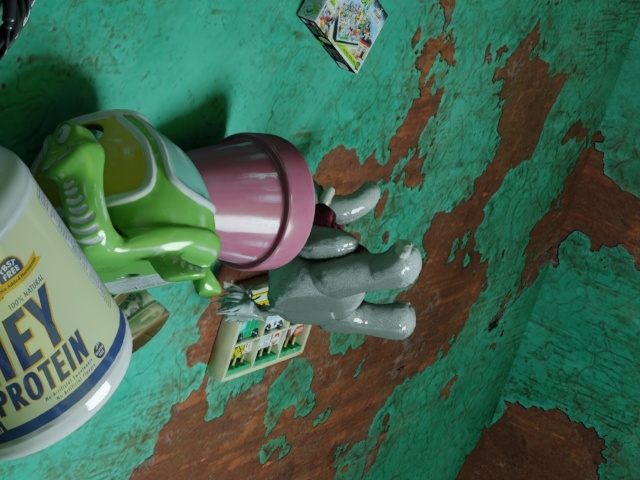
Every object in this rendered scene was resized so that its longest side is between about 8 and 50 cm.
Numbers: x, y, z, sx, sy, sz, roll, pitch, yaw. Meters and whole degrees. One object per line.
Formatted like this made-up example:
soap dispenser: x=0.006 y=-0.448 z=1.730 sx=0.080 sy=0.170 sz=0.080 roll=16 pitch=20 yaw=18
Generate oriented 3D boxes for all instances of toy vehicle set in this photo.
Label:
toy vehicle set: x=-0.087 y=0.135 z=2.585 sx=0.267 sy=0.035 sz=0.166 roll=-14 pitch=126 yaw=-59

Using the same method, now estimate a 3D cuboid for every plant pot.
plant pot: x=-0.139 y=-0.054 z=2.137 sx=0.180 sy=0.201 sz=0.201 roll=-2 pitch=116 yaw=-46

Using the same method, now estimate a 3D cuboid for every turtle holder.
turtle holder: x=-0.266 y=-0.036 z=1.841 sx=0.320 sy=0.243 sz=0.227 roll=6 pitch=70 yaw=-54

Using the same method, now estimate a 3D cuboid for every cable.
cable: x=-0.360 y=-0.278 z=1.651 sx=0.150 sy=0.047 sz=0.184 roll=-40 pitch=143 yaw=-52

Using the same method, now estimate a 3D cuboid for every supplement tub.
supplement tub: x=-0.368 y=0.045 z=1.603 sx=0.235 sy=0.235 sz=0.325 roll=-49 pitch=126 yaw=-30

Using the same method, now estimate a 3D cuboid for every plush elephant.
plush elephant: x=0.000 y=0.000 z=2.390 sx=0.272 sy=0.330 sz=0.255 roll=73 pitch=16 yaw=-61

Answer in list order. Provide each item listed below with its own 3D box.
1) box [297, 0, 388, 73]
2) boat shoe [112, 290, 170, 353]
box: x=0.037 y=-0.350 z=2.368 sx=0.114 sy=0.036 sz=0.207 roll=-62 pitch=155 yaw=-6
boat shoe: x=-0.330 y=0.142 z=2.070 sx=0.285 sy=0.089 sz=0.104 roll=-31 pitch=165 yaw=-47
